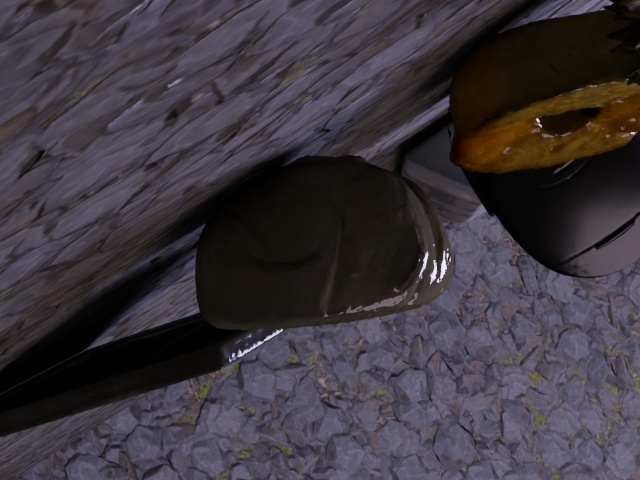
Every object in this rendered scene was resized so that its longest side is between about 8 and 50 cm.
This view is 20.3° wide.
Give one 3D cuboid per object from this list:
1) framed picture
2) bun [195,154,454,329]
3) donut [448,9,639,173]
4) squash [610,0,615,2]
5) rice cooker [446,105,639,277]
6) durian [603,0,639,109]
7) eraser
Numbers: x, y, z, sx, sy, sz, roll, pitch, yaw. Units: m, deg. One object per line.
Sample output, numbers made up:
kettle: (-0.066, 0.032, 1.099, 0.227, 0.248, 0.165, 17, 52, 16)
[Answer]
framed picture: (-0.134, 0.091, 1.394, 0.324, 0.020, 0.240, -19, -175, 35)
bun: (0.000, 0.000, 1.195, 0.173, 0.113, 0.166, -8, 178, 6)
donut: (0.171, -0.111, 1.270, 0.174, 0.074, 0.190, -11, 167, 2)
squash: (0.314, -0.229, 1.243, 0.258, 0.069, 0.069, -34, 176, -5)
rice cooker: (0.191, -0.066, 1.430, 0.142, 0.203, 0.118, -33, -161, 7)
durian: (0.294, -0.144, 1.107, 0.394, 0.163, 0.198, 9, 142, -44)
eraser: (0.183, -0.095, 1.775, 0.213, 0.082, 0.397, -35, 176, 1)
